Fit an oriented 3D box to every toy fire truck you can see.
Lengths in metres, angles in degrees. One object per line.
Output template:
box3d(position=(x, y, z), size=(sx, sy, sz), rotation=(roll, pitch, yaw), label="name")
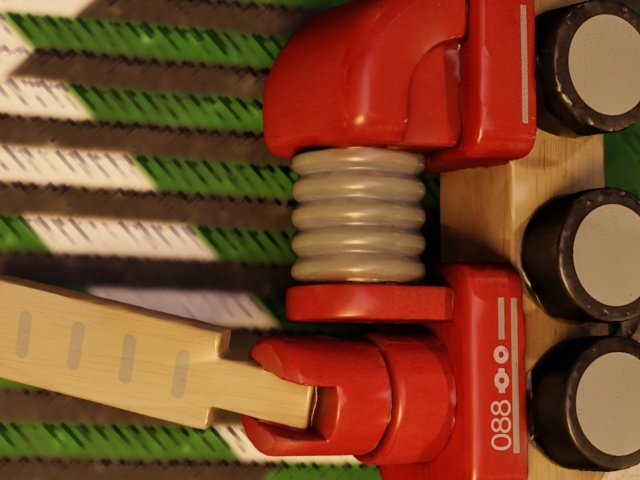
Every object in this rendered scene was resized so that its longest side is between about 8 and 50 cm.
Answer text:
box3d(position=(0.000, 0.000, 0.797), size=(0.246, 0.158, 0.217), rotation=(1, 86, -29), label="toy fire truck")

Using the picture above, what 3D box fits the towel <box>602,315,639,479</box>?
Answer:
box3d(position=(0.157, 0.167, 0.876), size=(0.187, 0.049, 0.282), rotation=(39, 75, -13), label="towel")
